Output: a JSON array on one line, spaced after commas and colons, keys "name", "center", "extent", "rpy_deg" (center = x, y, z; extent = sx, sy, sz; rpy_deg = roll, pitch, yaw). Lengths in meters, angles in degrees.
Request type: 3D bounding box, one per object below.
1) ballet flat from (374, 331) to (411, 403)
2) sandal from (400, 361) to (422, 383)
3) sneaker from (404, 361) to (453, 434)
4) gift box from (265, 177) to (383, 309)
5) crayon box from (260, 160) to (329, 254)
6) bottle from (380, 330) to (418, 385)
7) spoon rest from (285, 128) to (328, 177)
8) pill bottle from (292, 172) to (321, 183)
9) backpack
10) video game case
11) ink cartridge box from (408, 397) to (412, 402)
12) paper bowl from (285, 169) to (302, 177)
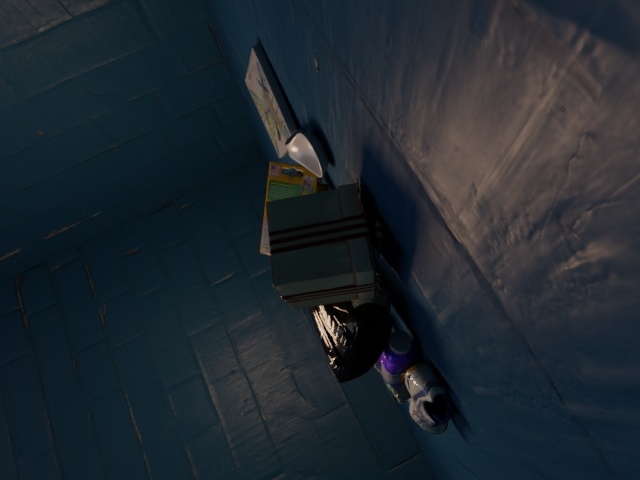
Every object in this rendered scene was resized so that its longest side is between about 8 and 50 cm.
[{"name": "ballet flat", "center": [0.238, 0.407, 1.467], "extent": [0.408, 0.147, 0.147], "rpy_deg": [57, 177, -16]}, {"name": "sandal", "center": [0.306, 0.447, 1.263], "extent": [0.060, 0.090, 0.219], "rpy_deg": [46, 164, 44]}, {"name": "sneaker", "center": [0.325, 0.496, 1.178], "extent": [0.296, 0.112, 0.131], "rpy_deg": [65, 175, -31]}, {"name": "gift box", "center": [0.019, 0.002, 0.994], "extent": [0.255, 0.259, 0.275], "rpy_deg": [71, -169, -70]}, {"name": "crayon box", "center": [-0.087, -0.095, 1.372], "extent": [0.083, 0.203, 0.322], "rpy_deg": [-12, -67, -58]}, {"name": "bottle", "center": [0.247, 0.369, 1.269], "extent": [0.282, 0.118, 0.092], "rpy_deg": [79, 166, -53]}, {"name": "spoon rest", "center": [-0.046, -0.266, 1.197], "extent": [0.137, 0.084, 0.276], "rpy_deg": [66, 175, -28]}, {"name": "pill bottle", "center": [-0.063, -0.208, 1.456], "extent": [0.066, 0.120, 0.067], "rpy_deg": [64, 176, 8]}, {"name": "backpack", "center": [0.078, 0.192, 1.250], "extent": [0.355, 0.274, 0.289], "rpy_deg": [46, 138, 40]}, {"name": "video game case", "center": [-0.177, -0.475, 1.446], "extent": [0.328, 0.036, 0.300], "rpy_deg": [66, 167, -7]}, {"name": "ink cartridge box", "center": [0.359, 0.596, 1.702], "extent": [0.234, 0.056, 0.171], "rpy_deg": [59, 175, 19]}, {"name": "paper bowl", "center": [-0.101, -0.152, 1.744], "extent": [0.284, 0.148, 0.283], "rpy_deg": [-24, -90, -83]}]
